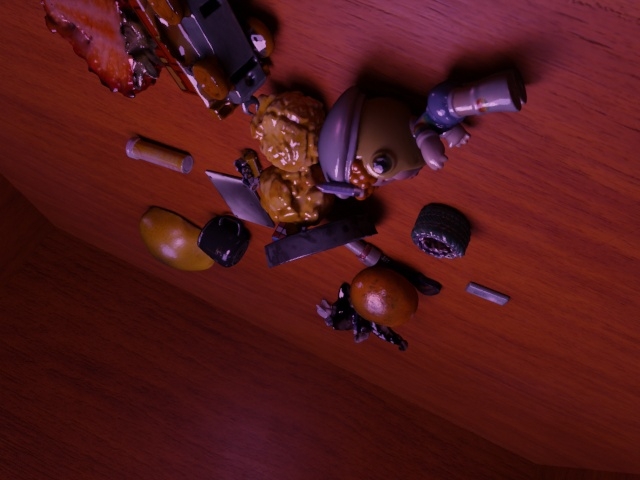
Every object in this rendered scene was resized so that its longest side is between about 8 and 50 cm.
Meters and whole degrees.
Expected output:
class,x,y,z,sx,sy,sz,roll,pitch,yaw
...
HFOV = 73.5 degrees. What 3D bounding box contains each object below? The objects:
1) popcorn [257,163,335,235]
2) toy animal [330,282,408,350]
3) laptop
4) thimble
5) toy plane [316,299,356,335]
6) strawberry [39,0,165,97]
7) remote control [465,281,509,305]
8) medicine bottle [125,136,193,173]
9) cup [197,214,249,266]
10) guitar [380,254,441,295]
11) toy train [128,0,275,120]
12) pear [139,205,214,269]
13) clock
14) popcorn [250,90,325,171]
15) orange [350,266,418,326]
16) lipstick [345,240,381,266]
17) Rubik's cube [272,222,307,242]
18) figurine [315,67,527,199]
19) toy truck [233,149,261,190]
class,x,y,z,sx,sy,sz,roll,pitch,yaw
popcorn,-0.057,-0.124,1.128,0.191,0.190,0.253,63,163,-4
toy animal,0.155,0.287,1.689,0.302,0.194,0.344,35,152,-29
laptop,-0.276,-0.138,1.495,0.187,0.015,0.269,17,154,25
thimble,0.297,-0.018,1.066,0.135,0.090,0.118,34,157,-18
toy plane,0.092,0.368,2.001,0.255,0.101,0.251,24,167,7
strawberry,-0.435,-0.447,0.917,0.280,0.150,0.254,12,131,34
remote control,0.501,0.161,1.292,0.124,0.018,0.053,21,153,13
medicine bottle,-0.528,-0.280,1.412,0.218,0.074,0.074,19,154,14
cup,-0.376,-0.015,1.691,0.176,0.169,0.223,31,126,8
guitar,0.289,0.112,1.400,0.233,0.025,0.088,33,156,-10
toy train,-0.229,-0.391,0.795,0.231,0.163,0.369,23,155,38
pear,-0.681,0.029,2.013,0.386,0.191,0.340,30,156,-4
clock,0.000,0.001,1.186,0.318,0.318,0.066,-21,86,58
popcorn,-0.068,-0.240,0.939,0.179,0.170,0.180,-9,140,-8
orange,0.202,0.188,1.404,0.240,0.171,0.240,25,163,8
lipstick,0.100,0.010,1.361,0.186,0.057,0.063,36,155,-11
Rubik's cube,-0.105,-0.013,1.472,0.092,0.092,0.092,24,154,8
figurine,0.162,-0.218,0.782,0.381,0.224,0.205,-20,108,28
toy truck,-0.203,-0.203,1.243,0.052,0.063,0.123,40,163,27
